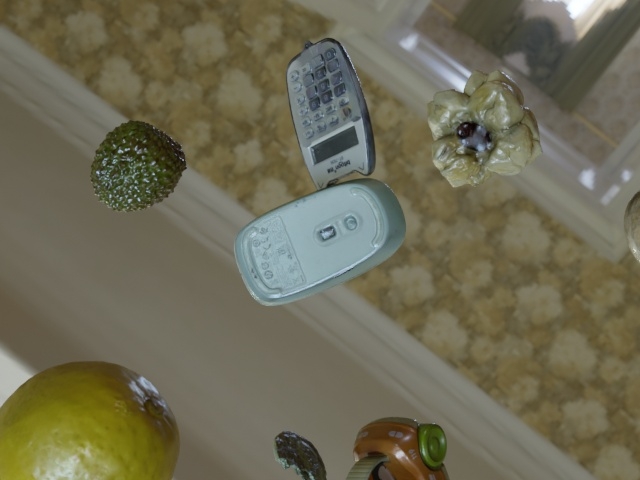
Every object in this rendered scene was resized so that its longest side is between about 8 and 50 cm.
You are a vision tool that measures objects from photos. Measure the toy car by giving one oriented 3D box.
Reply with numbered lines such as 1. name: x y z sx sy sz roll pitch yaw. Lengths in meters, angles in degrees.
1. toy car: 0.116 0.422 1.852 0.235 0.145 0.235 13 -107 -49

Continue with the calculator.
1. calculator: 0.013 -0.223 1.975 0.040 0.177 0.268 -14 -94 -43

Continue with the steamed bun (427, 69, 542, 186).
1. steamed bun: 0.266 -0.190 1.875 0.106 0.178 0.192 -7 -95 -76

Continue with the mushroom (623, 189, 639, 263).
1. mushroom: 0.493 -0.007 1.547 0.166 0.127 0.166 34 -143 -31

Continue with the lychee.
1. lychee: -0.327 -0.128 1.985 0.171 0.171 0.171 31 -158 -14

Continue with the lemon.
1. lemon: -0.421 0.375 2.026 0.348 0.348 0.348 31 -158 -14

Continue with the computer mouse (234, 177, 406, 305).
1. computer mouse: 0.002 0.000 1.884 0.159 0.288 0.097 67 -169 8

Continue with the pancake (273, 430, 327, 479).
1. pancake: -0.033 0.395 2.039 0.129 0.022 0.116 46 -159 -7
